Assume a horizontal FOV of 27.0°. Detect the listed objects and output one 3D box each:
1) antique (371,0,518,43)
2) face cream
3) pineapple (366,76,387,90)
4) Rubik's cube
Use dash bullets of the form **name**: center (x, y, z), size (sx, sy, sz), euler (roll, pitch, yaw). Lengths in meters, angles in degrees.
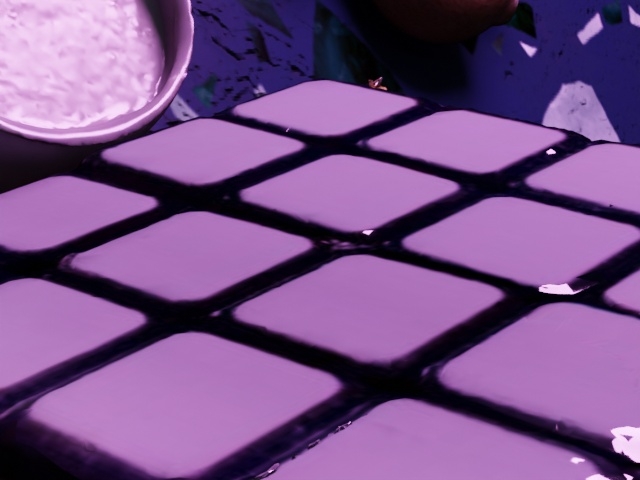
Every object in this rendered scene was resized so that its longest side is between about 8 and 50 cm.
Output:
- **antique**: center (0.048, -0.250, 0.992), size (0.257, 0.121, 0.143), euler (38, 58, -28)
- **face cream**: center (-0.181, -0.082, 0.657), size (0.175, 0.195, 0.175), euler (16, 60, -31)
- **pineapple**: center (0.001, 0.000, 0.844), size (0.135, 0.079, 0.233), euler (53, 43, -8)
- **Rubik's cube**: center (0.019, 0.155, 0.528), size (0.337, 0.344, 0.344), euler (-24, 121, -45)
